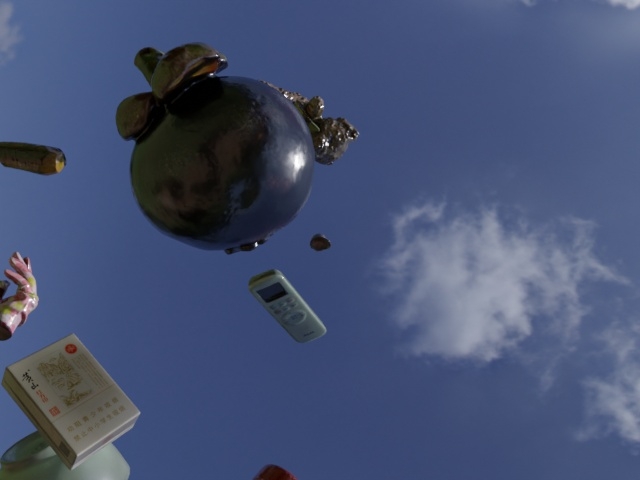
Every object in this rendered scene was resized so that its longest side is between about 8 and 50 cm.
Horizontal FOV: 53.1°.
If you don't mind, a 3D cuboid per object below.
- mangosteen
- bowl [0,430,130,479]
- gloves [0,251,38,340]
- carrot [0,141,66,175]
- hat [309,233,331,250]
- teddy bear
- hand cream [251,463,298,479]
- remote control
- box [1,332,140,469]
[{"bbox_3d":[-0.205,-0.191,1.250,0.381,0.382,0.436,-8,-75,44],"label":"mangosteen"},{"bbox_3d":[-0.685,0.590,1.623,0.353,0.353,0.185,-9,-75,44],"label":"bowl"},{"bbox_3d":[-0.817,0.146,1.716,0.145,0.126,0.241,-44,-158,40],"label":"gloves"},{"bbox_3d":[-0.759,-0.215,1.678,0.173,0.082,0.082,5,-95,5],"label":"carrot"},{"bbox_3d":[0.001,-0.002,1.804,0.087,0.058,0.042,121,-16,-63],"label":"hat"},{"bbox_3d":[-0.071,-0.304,1.791,0.222,0.296,0.246,47,-59,22],"label":"teddy bear"},{"bbox_3d":[-0.136,0.775,1.903,0.193,0.125,0.193,22,-47,25],"label":"hand cream"},{"bbox_3d":[-0.074,0.160,1.526,0.090,0.310,0.038,-22,-130,9],"label":"remote control"},{"bbox_3d":[-0.431,0.274,1.111,0.201,0.141,0.058,44,-51,11],"label":"box"}]
